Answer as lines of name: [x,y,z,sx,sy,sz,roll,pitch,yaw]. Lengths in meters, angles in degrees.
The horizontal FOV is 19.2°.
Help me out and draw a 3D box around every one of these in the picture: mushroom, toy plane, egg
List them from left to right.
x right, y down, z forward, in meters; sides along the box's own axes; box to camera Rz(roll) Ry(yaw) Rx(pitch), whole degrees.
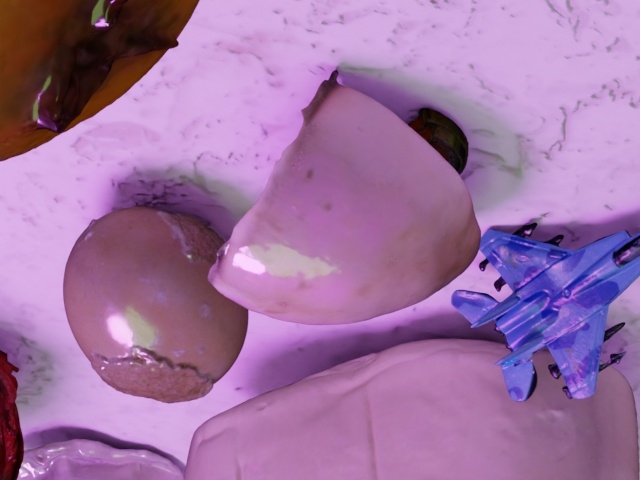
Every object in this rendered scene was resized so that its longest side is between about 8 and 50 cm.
egg: [-0.147,0.057,1.687,0.164,0.164,0.201,-6,138,23]
mushroom: [0.017,0.020,1.549,0.173,0.162,0.236,34,149,6]
toy plane: [0.231,0.032,1.621,0.246,0.169,0.078,-36,170,19]

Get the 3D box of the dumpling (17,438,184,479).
dumpling: [-0.240,0.288,2.104,0.229,0.124,0.151,29,105,-14]

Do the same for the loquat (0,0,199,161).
loquat: [-0.240,-0.221,1.193,0.359,0.328,0.328,49,152,20]

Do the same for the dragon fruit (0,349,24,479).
dragon fruit: [-0.445,0.222,1.902,0.296,0.295,0.301,17,133,-10]

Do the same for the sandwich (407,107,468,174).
sandwich: [0.087,-0.068,1.562,0.069,0.026,0.101,24,145,-21]

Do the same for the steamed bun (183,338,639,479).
steamed bun: [0.090,0.300,1.800,0.456,0.371,0.290,-10,148,24]
